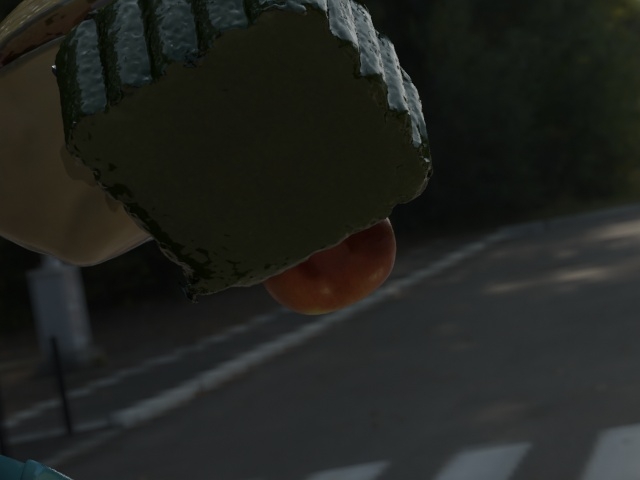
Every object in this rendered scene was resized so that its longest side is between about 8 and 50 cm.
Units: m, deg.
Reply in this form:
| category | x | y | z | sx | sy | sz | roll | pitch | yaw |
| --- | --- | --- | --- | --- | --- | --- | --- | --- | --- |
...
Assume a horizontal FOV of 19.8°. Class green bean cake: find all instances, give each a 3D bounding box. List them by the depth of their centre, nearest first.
| category | x | y | z | sx | sy | sz | roll | pitch | yaw |
| --- | --- | --- | --- | --- | --- | --- | --- | --- | --- |
| green bean cake | -0.061 | -0.106 | 1.505 | 0.247 | 0.156 | 0.250 | -30 | -50 | 15 |

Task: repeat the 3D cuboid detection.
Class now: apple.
| category | x | y | z | sx | sy | sz | roll | pitch | yaw |
| --- | --- | --- | --- | --- | --- | --- | --- | --- | --- |
| apple | 0.000 | 0.000 | 2.023 | 0.163 | 0.139 | 0.163 | -19 | 22 | 8 |

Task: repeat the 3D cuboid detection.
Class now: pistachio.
| category | x | y | z | sx | sy | sz | roll | pitch | yaw |
| --- | --- | --- | --- | --- | --- | --- | --- | --- | --- |
| pistachio | -0.194 | -0.143 | 1.916 | 0.445 | 0.281 | 0.365 | -27 | -27 | 14 |

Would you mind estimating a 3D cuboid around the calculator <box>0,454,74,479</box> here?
| category | x | y | z | sx | sy | sz | roll | pitch | yaw |
| --- | --- | --- | --- | --- | --- | --- | --- | --- | --- |
| calculator | -0.155 | 0.276 | 1.619 | 0.386 | 0.054 | 0.256 | 32 | -16 | -34 |
